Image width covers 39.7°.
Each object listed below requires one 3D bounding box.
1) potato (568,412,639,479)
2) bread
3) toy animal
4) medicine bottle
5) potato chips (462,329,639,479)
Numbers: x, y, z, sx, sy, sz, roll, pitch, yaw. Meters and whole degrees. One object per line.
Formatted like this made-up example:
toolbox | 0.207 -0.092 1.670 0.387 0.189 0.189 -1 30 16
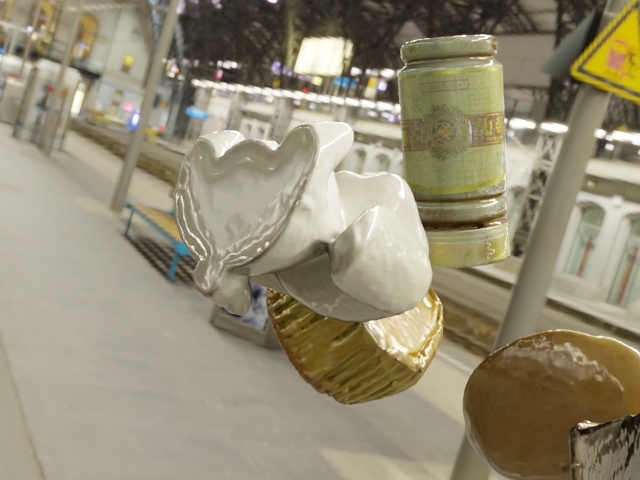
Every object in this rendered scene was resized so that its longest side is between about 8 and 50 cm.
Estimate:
potato | 0.218 0.152 0.506 0.100 0.120 0.261 1 -15 5
bread | 0.050 0.105 1.196 0.227 0.142 0.253 53 29 2
toy animal | 0.000 0.000 0.948 0.272 0.205 0.265 1 -17 44
medicine bottle | 0.195 -0.131 1.302 0.151 0.322 0.151 -4 8 1
potato chips | 0.233 0.177 0.837 0.208 0.195 0.062 4 28 22
